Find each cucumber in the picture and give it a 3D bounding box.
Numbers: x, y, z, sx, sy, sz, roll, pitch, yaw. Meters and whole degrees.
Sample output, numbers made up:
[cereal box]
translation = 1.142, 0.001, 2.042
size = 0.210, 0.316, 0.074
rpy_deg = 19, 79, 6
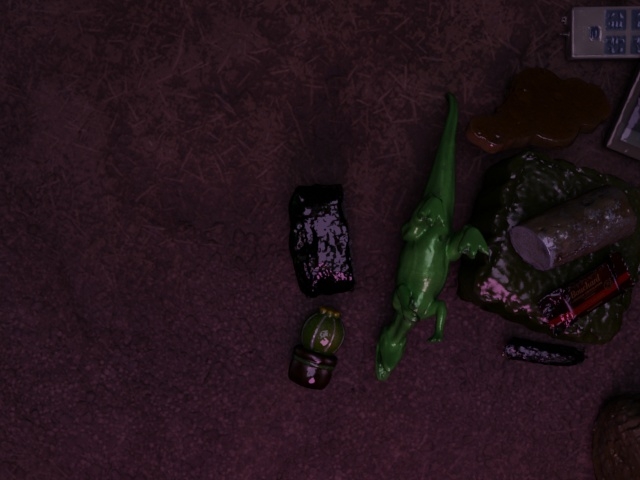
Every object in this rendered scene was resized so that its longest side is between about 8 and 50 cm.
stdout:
[cucumber]
translation = 0.456, 0.231, 1.688
size = 0.181, 0.053, 0.053
rpy_deg = 8, 93, -2

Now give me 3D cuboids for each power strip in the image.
[power strip]
translation = 0.657, -0.416, 1.663
size = 0.367, 0.043, 0.106
rpy_deg = -1, 92, -1

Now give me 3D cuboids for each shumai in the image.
[shumai]
translation = 0.727, 0.447, 1.625
size = 0.288, 0.330, 0.292
rpy_deg = -5, 131, -19

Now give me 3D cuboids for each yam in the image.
[yam]
translation = 0.439, -0.019, 1.448
size = 0.194, 0.107, 0.107
rpy_deg = -22, 93, -8

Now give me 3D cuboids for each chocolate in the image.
[chocolate]
translation = 0.479, 0.093, 1.488
size = 0.182, 0.028, 0.086
rpy_deg = -34, 103, -8

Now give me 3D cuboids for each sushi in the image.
[sushi]
translation = 0.000, 0.000, 1.634
size = 0.127, 0.124, 0.225
rpy_deg = -6, 93, -1

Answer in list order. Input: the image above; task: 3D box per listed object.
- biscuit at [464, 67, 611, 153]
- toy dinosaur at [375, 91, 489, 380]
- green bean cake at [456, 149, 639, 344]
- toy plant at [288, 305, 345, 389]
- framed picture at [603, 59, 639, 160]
[biscuit]
translation = 0.420, -0.248, 1.619
size = 0.319, 0.047, 0.183
rpy_deg = -29, 66, -25
[toy dinosaur]
translation = 0.211, -0.007, 1.655
size = 0.143, 0.374, 0.500
rpy_deg = 16, 52, -7
[green bean cake]
translation = 0.451, 0.015, 1.608
size = 0.335, 0.218, 0.319
rpy_deg = 23, 85, -8
[toy plant]
translation = -0.004, 0.213, 1.660
size = 0.092, 0.093, 0.162
rpy_deg = 19, 92, -1
[framed picture]
translation = 0.831, -0.257, 1.652
size = 0.446, 0.028, 0.326
rpy_deg = 20, 99, -4
